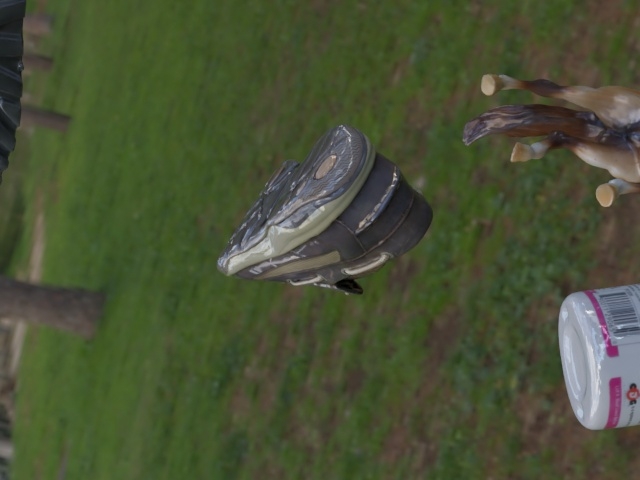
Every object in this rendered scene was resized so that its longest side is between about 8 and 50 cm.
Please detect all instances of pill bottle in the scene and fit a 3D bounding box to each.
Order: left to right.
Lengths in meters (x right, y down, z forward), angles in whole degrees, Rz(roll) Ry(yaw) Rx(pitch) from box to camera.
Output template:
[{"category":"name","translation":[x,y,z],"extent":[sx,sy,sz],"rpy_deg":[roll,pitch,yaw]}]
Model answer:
[{"category":"pill bottle","translation":[0.429,0.121,1.662],"extent":[0.160,0.283,0.160],"rpy_deg":[173,90,-87]}]

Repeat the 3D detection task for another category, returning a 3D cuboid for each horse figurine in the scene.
[{"category":"horse figurine","translation":[0.206,-0.049,0.888],"extent":[0.263,0.175,0.066],"rpy_deg":[33,114,49]}]

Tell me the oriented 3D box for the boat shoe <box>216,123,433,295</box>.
[{"category":"boat shoe","translation":[0.000,0.000,1.358],"extent":[0.132,0.130,0.355],"rpy_deg":[-56,9,-14]}]

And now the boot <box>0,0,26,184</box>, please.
[{"category":"boot","translation":[-0.299,-0.235,0.957],"extent":[0.367,0.146,0.445],"rpy_deg":[-64,35,27]}]
